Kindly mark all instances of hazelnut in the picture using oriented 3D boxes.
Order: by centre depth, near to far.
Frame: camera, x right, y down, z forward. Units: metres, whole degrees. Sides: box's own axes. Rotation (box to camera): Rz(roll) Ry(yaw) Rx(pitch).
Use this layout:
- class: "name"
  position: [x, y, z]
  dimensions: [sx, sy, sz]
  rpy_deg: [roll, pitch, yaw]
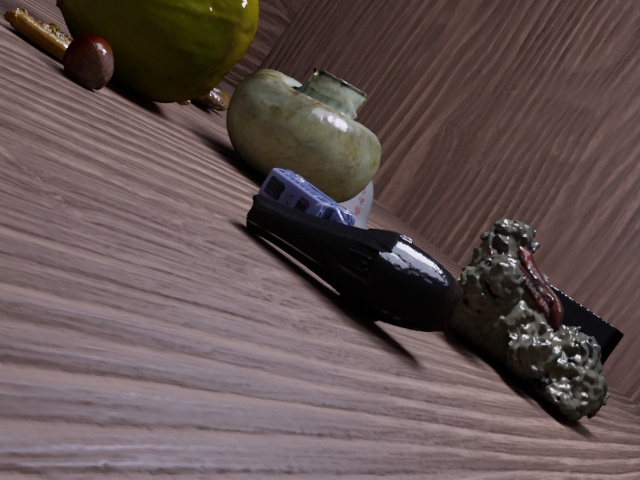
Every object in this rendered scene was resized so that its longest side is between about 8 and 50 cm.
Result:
- class: "hazelnut"
  position: [-0.353, -0.273, 1.247]
  dimensions: [0.086, 0.086, 0.086]
  rpy_deg: [36, 8, -5]

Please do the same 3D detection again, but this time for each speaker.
- class: "speaker"
  position: [0.502, 0.199, 1.784]
  dimensions: [0.254, 0.184, 0.232]
  rpy_deg: [36, 7, 25]

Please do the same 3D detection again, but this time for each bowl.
- class: "bowl"
  position: [0.025, -0.183, 2.065]
  dimensions: [0.345, 0.157, 0.345]
  rpy_deg: [36, 7, -5]

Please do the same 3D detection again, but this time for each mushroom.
- class: "mushroom"
  position: [-0.030, -0.222, 1.669]
  dimensions: [0.352, 0.260, 0.352]
  rpy_deg: [30, 9, -5]

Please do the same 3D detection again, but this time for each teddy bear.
- class: "teddy bear"
  position: [0.401, 0.162, 1.492]
  dimensions: [0.367, 0.224, 0.357]
  rpy_deg: [39, 22, 4]

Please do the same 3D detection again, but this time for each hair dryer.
- class: "hair dryer"
  position: [0.052, 0.045, 1.183]
  dimensions: [0.303, 0.120, 0.359]
  rpy_deg: [23, -5, 10]

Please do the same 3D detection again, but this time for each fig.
- class: "fig"
  position: [-0.298, -0.423, 1.479]
  dimensions: [0.343, 0.343, 0.343]
  rpy_deg: [36, 8, -5]

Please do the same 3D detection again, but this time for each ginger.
- class: "ginger"
  position: [-0.311, -0.399, 2.162]
  dimensions: [0.166, 0.080, 0.333]
  rpy_deg: [25, 4, 4]

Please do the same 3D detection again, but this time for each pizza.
- class: "pizza"
  position: [-0.432, -0.326, 1.331]
  dimensions: [0.178, 0.041, 0.131]
  rpy_deg: [32, 7, -28]

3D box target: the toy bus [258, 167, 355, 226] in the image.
- class: "toy bus"
  position: [-0.024, -0.055, 1.391]
  dimensions: [0.167, 0.073, 0.076]
  rpy_deg: [36, 10, 25]

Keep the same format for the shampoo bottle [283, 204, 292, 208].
- class: "shampoo bottle"
  position: [0.000, 0.000, 1.280]
  dimensions: [0.165, 0.040, 0.080]
  rpy_deg: [32, 8, -36]

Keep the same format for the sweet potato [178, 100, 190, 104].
- class: "sweet potato"
  position: [-0.372, -0.373, 1.878]
  dimensions: [0.179, 0.044, 0.044]
  rpy_deg: [35, 8, -10]
